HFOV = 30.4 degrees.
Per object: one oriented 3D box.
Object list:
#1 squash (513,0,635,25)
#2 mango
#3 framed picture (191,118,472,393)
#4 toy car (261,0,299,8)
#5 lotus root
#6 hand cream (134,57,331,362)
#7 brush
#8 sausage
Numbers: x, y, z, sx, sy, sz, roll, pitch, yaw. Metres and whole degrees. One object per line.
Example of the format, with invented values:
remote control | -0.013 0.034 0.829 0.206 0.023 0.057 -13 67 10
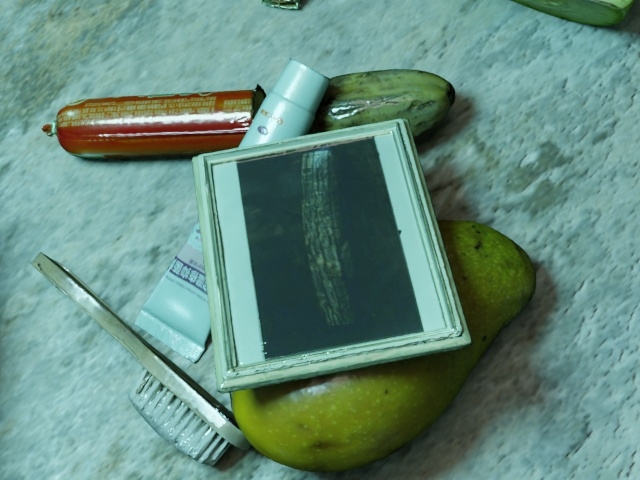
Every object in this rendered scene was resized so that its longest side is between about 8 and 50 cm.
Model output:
squash | 0.259 -0.330 1.295 0.236 0.204 0.155 25 96 20
mango | 0.060 0.088 1.139 0.329 0.175 0.176 -46 105 -13
framed picture | 0.000 0.000 1.112 0.231 0.018 0.293 -11 49 -1
toy car | -0.035 -0.335 1.411 0.059 0.035 0.122 10 60 14
lotus root | 0.058 -0.140 1.282 0.179 0.081 0.089 -6 52 7
hand cream | -0.086 -0.035 1.248 0.085 0.058 0.331 29 95 16
brush | -0.200 0.124 1.223 0.327 0.070 0.065 38 88 24
sausage | -0.189 -0.129 1.323 0.263 0.083 0.083 -1 66 10
